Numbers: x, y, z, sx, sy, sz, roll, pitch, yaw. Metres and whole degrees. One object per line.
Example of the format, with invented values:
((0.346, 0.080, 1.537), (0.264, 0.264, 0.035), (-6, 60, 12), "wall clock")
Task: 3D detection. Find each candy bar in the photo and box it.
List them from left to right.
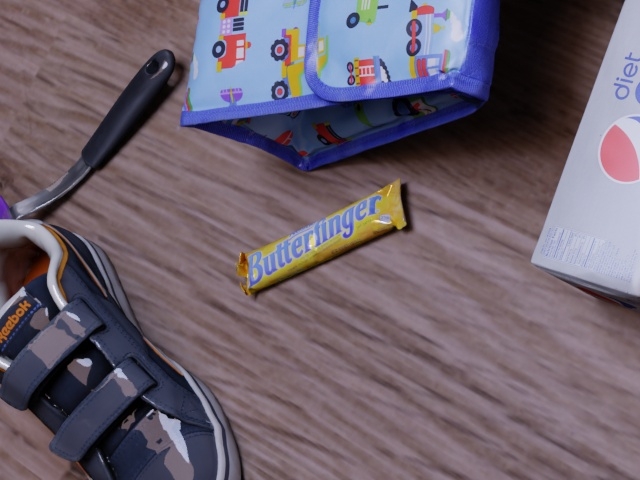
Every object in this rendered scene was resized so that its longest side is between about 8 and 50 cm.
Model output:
((0.000, 0.000, 1.521), (0.161, 0.018, 0.040), (-25, 61, 28), "candy bar")

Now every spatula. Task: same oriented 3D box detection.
((-0.221, -0.056, 1.698), (0.296, 0.030, 0.084), (-46, 51, 16), "spatula")

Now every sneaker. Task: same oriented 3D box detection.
((-0.188, 0.106, 1.559), (0.126, 0.127, 0.321), (-49, 54, 12), "sneaker")

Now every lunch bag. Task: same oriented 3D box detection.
((0.047, -0.189, 1.434), (0.293, 0.138, 0.221), (-9, 69, 50), "lunch bag")

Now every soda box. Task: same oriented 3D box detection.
((0.244, -0.094, 1.315), (0.091, 0.098, 0.286), (18, 86, 37), "soda box")
